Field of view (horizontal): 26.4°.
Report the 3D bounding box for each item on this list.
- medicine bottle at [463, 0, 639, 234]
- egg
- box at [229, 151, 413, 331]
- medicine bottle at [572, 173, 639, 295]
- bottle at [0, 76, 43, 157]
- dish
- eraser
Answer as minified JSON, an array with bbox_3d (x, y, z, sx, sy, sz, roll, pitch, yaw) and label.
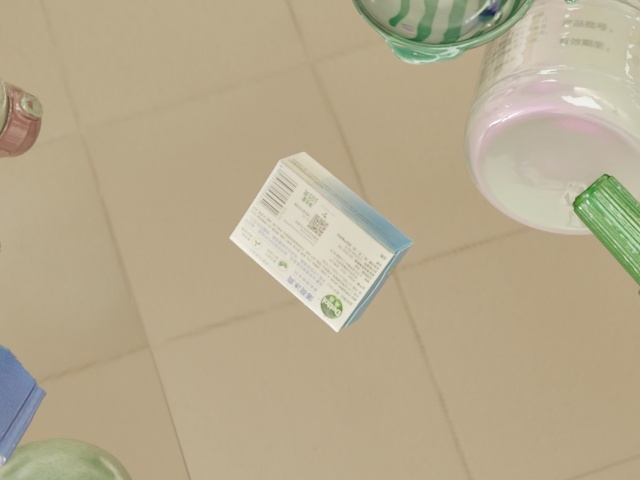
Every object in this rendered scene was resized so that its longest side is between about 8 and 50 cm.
[{"bbox_3d":[0.307,-0.185,1.610,0.241,0.241,0.302,15,52,4],"label":"medicine bottle"},{"bbox_3d":[-0.293,0.298,1.461,0.169,0.169,0.236,53,32,16],"label":"egg"},{"bbox_3d":[0.000,0.000,1.757,0.194,0.073,0.139,40,116,12],"label":"box"},{"bbox_3d":[0.375,0.058,1.375,0.309,0.076,0.111,47,117,5],"label":"medicine bottle"},{"bbox_3d":[-0.419,-0.157,1.544,0.110,0.233,0.110,-10,72,35],"label":"bottle"},{"bbox_3d":[0.142,-0.264,1.379,0.246,0.078,0.224,5,71,11],"label":"dish"},{"bbox_3d":[-0.244,0.121,1.009,0.027,0.085,0.063,-31,109,24],"label":"eraser"}]
